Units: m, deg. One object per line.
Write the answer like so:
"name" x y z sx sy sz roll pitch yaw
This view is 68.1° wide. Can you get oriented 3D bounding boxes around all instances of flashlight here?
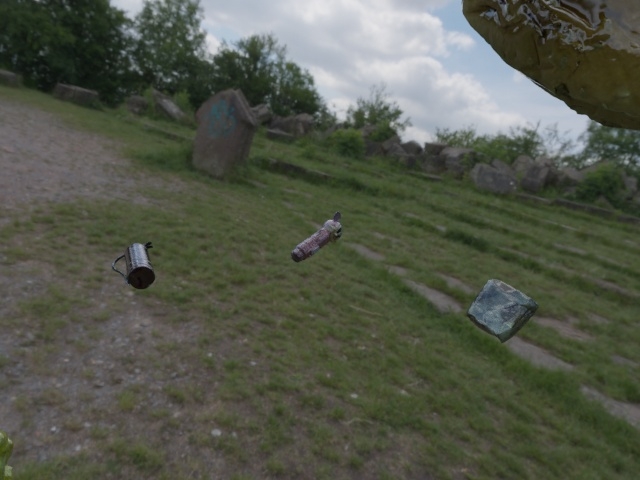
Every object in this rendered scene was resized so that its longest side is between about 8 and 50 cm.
"flashlight" 0.000 0.000 0.721 0.031 0.052 0.110 24 45 35

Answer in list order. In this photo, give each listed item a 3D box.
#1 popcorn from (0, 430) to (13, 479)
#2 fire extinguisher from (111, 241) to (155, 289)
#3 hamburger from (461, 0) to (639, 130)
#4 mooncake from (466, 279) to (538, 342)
"popcorn" -0.530 0.339 0.622 0.195 0.254 0.256 -10 14 6
"fire extinguisher" -0.334 0.041 0.848 0.078 0.045 0.157 -20 26 -18
"hamburger" 0.267 -0.219 0.371 0.265 0.285 0.134 62 8 34
"mooncake" 0.415 0.161 1.096 0.073 0.125 0.130 48 -5 -38
